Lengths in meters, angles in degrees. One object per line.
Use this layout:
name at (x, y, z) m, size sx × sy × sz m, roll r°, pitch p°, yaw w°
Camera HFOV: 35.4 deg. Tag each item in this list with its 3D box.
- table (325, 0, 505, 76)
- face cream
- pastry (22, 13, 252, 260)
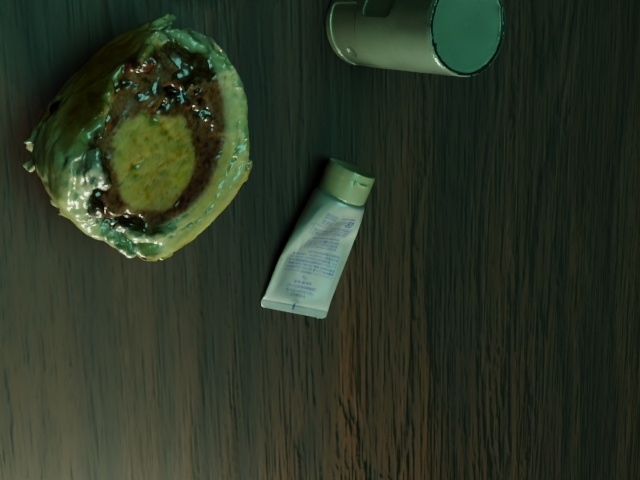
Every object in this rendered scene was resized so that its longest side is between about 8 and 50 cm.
table at (0.120, -0.282, 1.302) m, size 0.126 × 0.220 × 0.126 m, roll -9°, pitch 106°, yaw -32°
face cream at (0.000, 0.000, 1.397) m, size 0.114 × 0.070 × 0.224 m, roll 14°, pitch 105°, yaw -35°
pastry at (-0.212, -0.118, 1.159) m, size 0.256 × 0.170 × 0.237 m, roll -57°, pitch 145°, yaw -15°
